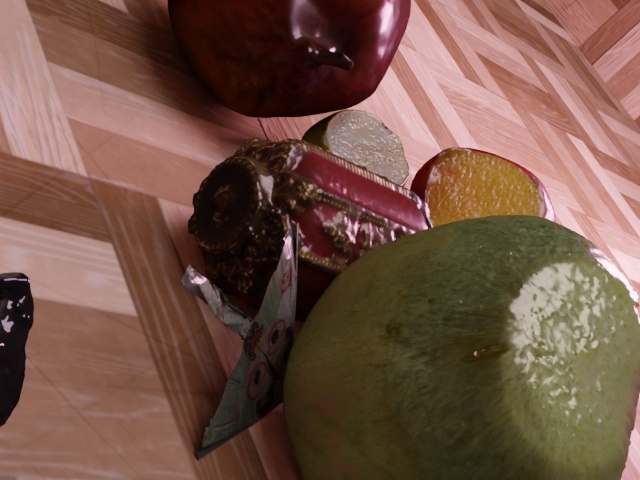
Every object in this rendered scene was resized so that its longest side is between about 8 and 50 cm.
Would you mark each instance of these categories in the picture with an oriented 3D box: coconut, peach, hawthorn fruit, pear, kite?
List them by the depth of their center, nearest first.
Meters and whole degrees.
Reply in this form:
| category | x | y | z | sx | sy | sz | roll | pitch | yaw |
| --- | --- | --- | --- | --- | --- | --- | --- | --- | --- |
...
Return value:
| category | x | y | z | sx | sy | sz | roll | pitch | yaw |
| --- | --- | --- | --- | --- | --- | --- | --- | --- | --- |
| kite | -0.062 | 0.076 | 0.915 | 0.250 | 0.012 | 0.229 | 60 | 44 | -57 |
| coconut | 0.119 | 0.130 | 0.954 | 0.281 | 0.328 | 0.328 | 1 | 47 | -29 |
| hawthorn fruit | -0.037 | -0.278 | 1.319 | 0.308 | 0.308 | 0.324 | 31 | 53 | -30 |
| pear | 0.035 | -0.089 | 1.355 | 0.141 | 0.104 | 0.141 | 14 | 52 | -20 |
| peach | 0.212 | -0.033 | 1.442 | 0.192 | 0.190 | 0.190 | 50 | 17 | -40 |

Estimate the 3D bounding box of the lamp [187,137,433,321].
| category | x | y | z | sx | sy | sz | roll | pitch | yaw |
| --- | --- | --- | --- | --- | --- | --- | --- | --- | --- |
| lamp | 0.000 | 0.000 | 1.100 | 0.274 | 0.177 | 0.177 | 19 | 36 | -41 |

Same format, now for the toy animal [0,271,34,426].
| category | x | y | z | sx | sy | sz | roll | pitch | yaw |
| --- | --- | --- | --- | --- | --- | --- | --- | --- | --- |
| toy animal | -0.270 | 0.080 | 0.630 | 0.225 | 0.094 | 0.121 | -5 | 97 | -63 |
